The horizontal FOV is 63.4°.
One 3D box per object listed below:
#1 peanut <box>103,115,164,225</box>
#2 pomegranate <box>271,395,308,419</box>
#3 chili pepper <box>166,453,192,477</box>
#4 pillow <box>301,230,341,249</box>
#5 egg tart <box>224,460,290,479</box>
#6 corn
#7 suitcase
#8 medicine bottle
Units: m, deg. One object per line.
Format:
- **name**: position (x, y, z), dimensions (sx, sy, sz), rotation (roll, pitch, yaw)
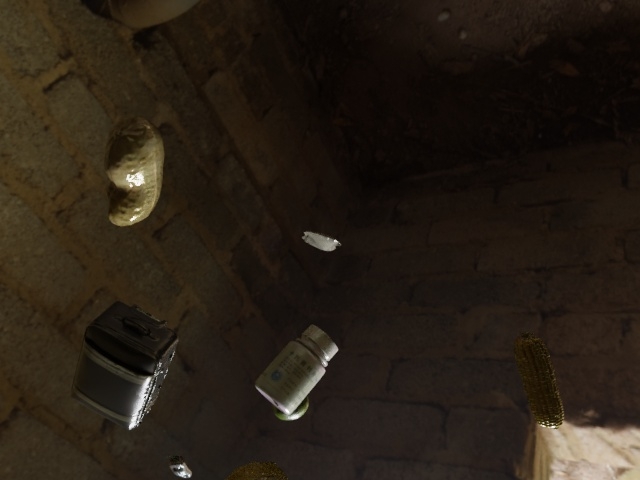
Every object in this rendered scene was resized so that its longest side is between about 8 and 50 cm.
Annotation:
- **peanut**: position (-0.422, -0.150, 1.159), dimensions (0.122, 0.137, 0.253), rotation (25, 121, 23)
- **pomegranate**: position (-0.126, 0.645, 2.154), dimensions (0.156, 0.156, 0.220), rotation (9, 108, 20)
- **chili pepper**: position (-0.430, 0.699, 1.588), dimensions (0.050, 0.041, 0.153), rotation (13, 134, 26)
- **pillow**: position (0.000, 0.000, 1.752), dimensions (0.130, 0.038, 0.233), rotation (21, 172, -1)
- **egg tart**: position (-0.190, 0.707, 1.497), dimensions (0.252, 0.098, 0.232), rotation (1, 137, -18)
- **corn**: position (0.518, 0.329, 1.228), dimensions (0.080, 0.080, 0.238), rotation (-16, 93, 40)
- **suitcase**: position (-0.649, 0.415, 1.690), dimensions (0.283, 0.194, 0.434), rotation (29, 119, 2)
- **medicine bottle**: position (-0.078, 0.450, 1.823), dimensions (0.170, 0.293, 0.170), rotation (38, 159, 17)
